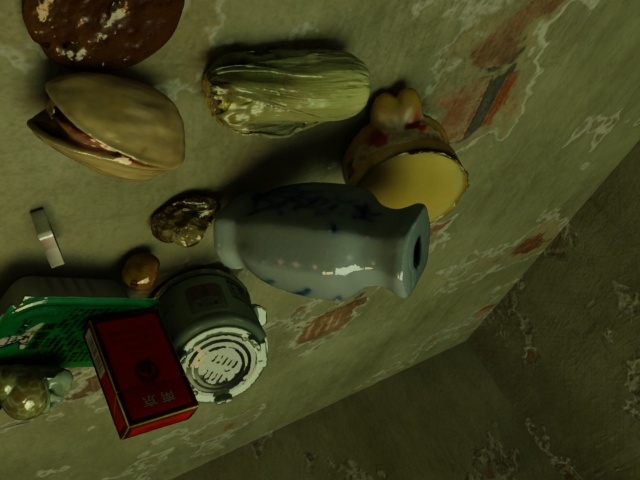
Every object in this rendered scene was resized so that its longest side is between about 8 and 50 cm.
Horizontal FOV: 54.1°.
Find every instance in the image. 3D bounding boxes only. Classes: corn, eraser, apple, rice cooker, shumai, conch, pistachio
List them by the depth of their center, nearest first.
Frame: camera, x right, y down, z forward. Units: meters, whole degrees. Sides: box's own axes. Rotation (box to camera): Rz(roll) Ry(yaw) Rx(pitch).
[{"bbox_3d":[-0.305,-0.163,0.917,0.230,0.157,0.157,11,132,-49],"label":"pistachio"},{"bbox_3d":[-0.055,-0.255,1.059,0.305,0.122,0.123,-14,148,-29],"label":"corn"},{"bbox_3d":[-0.482,-0.002,1.107,0.026,0.065,0.105,-22,154,-21],"label":"eraser"},{"bbox_3d":[-0.582,0.300,1.257,0.116,0.106,0.173,-57,163,21],"label":"conch"},{"bbox_3d":[-0.272,-0.027,1.274,0.139,0.105,0.123,-7,158,6],"label":"shumai"},{"bbox_3d":[-0.379,0.065,1.320,0.071,0.084,0.084,18,137,-10],"label":"apple"},{"bbox_3d":[-0.267,0.218,1.484,0.317,0.317,0.264,-19,122,-25],"label":"rice cooker"}]

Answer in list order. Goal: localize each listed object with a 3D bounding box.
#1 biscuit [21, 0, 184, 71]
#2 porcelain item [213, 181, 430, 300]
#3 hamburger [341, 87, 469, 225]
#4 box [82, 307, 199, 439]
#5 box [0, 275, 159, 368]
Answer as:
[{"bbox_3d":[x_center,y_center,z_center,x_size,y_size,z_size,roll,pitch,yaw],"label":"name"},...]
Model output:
[{"bbox_3d":[-0.278,-0.304,0.827,0.212,0.036,0.212,-25,155,-13],"label":"biscuit"},{"bbox_3d":[0.000,0.000,1.251,0.242,0.406,0.178,-52,141,-50],"label":"porcelain item"},{"bbox_3d":[0.169,-0.171,1.369,0.261,0.186,0.302,-17,145,7],"label":"hamburger"},{"bbox_3d":[-0.363,0.261,1.260,0.153,0.239,0.074,-4,145,-44],"label":"box"},{"bbox_3d":[-0.534,0.161,1.294,0.264,0.106,0.337,-44,151,23],"label":"box"}]
